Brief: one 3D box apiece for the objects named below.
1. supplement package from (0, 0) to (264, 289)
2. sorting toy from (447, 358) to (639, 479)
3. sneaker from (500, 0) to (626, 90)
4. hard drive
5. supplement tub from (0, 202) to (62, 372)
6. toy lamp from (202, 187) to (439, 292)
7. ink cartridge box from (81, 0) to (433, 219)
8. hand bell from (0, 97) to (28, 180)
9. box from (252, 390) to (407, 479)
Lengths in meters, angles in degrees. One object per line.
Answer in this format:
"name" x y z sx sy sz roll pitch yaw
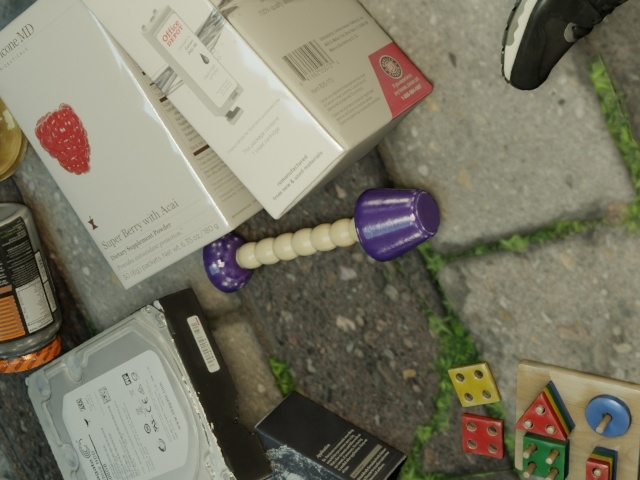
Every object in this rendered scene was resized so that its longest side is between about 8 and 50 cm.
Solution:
"supplement package" -0.181 -0.132 1.402 0.178 0.175 0.293 -28 97 38
"sorting toy" 0.252 0.200 1.392 0.275 0.046 0.132 11 118 26
"sneaker" 0.251 -0.232 1.145 0.124 0.107 0.283 28 125 9
"hard drive" -0.217 0.219 1.610 0.339 0.064 0.236 -28 83 47
"supplement tub" -0.387 0.059 1.658 0.117 0.117 0.190 0 113 31
"toy lamp" 0.000 0.000 1.423 0.275 0.080 0.080 -16 105 37
"ink cartridge box" -0.055 -0.188 1.280 0.283 0.207 0.117 49 126 2
"hand bell" -0.475 -0.118 1.651 0.242 0.126 0.126 -7 110 47
"box" -0.006 0.287 1.560 0.158 0.093 0.156 28 125 18
